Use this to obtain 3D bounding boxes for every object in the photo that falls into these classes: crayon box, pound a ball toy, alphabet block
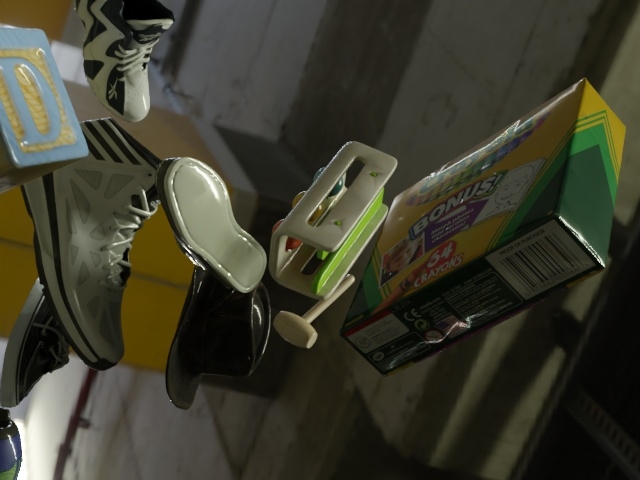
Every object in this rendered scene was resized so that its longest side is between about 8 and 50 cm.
[{"bbox_3d":[0.218,-0.017,1.523,0.363,0.106,0.313,-32,-158,36],"label":"crayon box"},{"bbox_3d":[0.000,0.000,1.955,0.319,0.135,0.208,-53,160,-42],"label":"pound a ball toy"},{"bbox_3d":[-0.455,-0.155,1.493,0.197,0.193,0.192,-19,-89,20],"label":"alphabet block"}]

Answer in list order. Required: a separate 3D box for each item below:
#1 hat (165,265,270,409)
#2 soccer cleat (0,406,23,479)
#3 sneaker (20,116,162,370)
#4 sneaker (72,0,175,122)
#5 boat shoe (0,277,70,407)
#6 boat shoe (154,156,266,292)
[{"bbox_3d":[-0.164,0.160,2.097,0.331,0.133,0.331,13,90,-81],"label":"hat"},{"bbox_3d":[-0.489,0.253,1.350,0.093,0.289,0.121,-29,121,-75],"label":"soccer cleat"},{"bbox_3d":[-0.364,-0.008,2.027,0.169,0.257,0.448,9,65,-83],"label":"sneaker"},{"bbox_3d":[-0.269,-0.278,1.648,0.153,0.094,0.235,14,-62,47],"label":"sneaker"},{"bbox_3d":[-0.511,0.191,2.121,0.306,0.104,0.113,-84,-176,-56],"label":"boat shoe"},{"bbox_3d":[-0.184,-0.026,1.768,0.091,0.305,0.109,21,-114,34],"label":"boat shoe"}]
